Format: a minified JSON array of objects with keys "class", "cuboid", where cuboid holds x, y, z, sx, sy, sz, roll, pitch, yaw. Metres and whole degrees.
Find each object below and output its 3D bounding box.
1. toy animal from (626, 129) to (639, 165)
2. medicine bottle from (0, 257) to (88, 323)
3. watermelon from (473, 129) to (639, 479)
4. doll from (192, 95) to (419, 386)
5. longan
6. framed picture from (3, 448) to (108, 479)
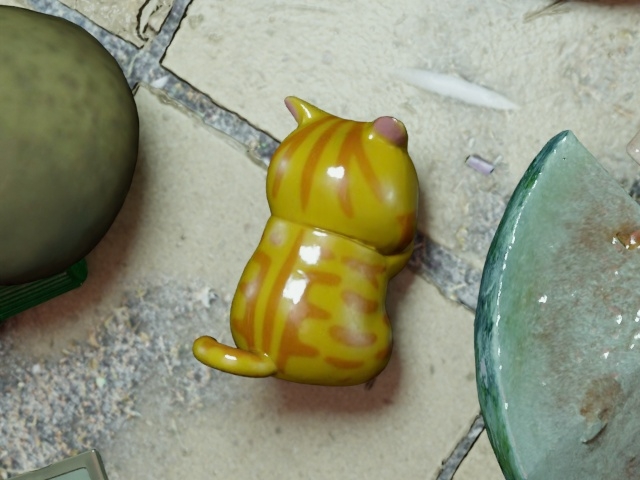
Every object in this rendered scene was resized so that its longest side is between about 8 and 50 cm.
[{"class":"toy animal","cuboid":[0.410,-0.034,1.347,0.237,0.269,0.326,-24,47,6]},{"class":"medicine bottle","cuboid":[-0.385,0.072,1.609,0.309,0.076,0.111,-21,86,11]},{"class":"watermelon","cuboid":[0.268,0.102,1.404,0.258,0.228,0.387,1,86,9]},{"class":"doll","cuboid":[0.004,0.012,1.482,0.166,0.162,0.269,15,86,26]},{"class":"longan","cuboid":[-0.341,-0.083,1.488,0.350,0.288,0.288,-13,90,10]},{"class":"framed picture","cuboid":[-0.330,0.363,1.640,0.289,0.016,0.213,-20,88,13]}]
